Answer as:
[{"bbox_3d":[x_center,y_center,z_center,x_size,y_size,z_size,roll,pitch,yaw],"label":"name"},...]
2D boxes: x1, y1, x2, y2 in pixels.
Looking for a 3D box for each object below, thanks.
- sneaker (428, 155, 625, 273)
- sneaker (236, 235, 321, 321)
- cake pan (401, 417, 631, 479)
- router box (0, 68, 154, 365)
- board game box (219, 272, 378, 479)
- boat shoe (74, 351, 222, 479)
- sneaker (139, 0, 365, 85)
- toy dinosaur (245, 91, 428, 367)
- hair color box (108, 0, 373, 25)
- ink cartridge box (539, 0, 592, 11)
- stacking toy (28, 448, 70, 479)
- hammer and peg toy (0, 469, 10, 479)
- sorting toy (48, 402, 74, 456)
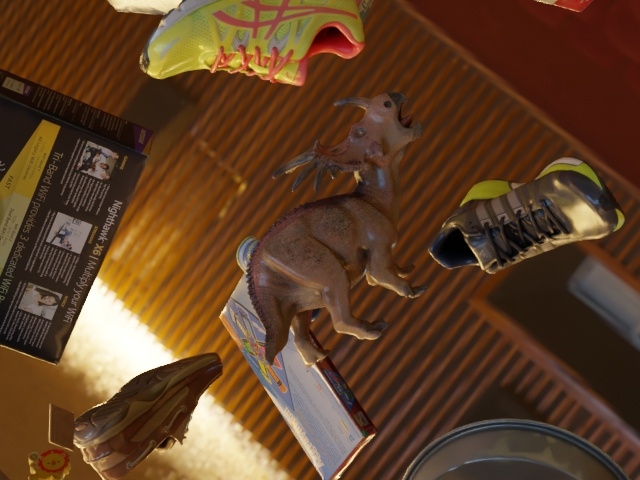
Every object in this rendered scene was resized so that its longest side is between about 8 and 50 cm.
[{"bbox_3d":[0.244,-0.014,1.664,0.121,0.300,0.111,-42,-79,-27],"label":"sneaker"},{"bbox_3d":[-0.042,0.053,1.715,0.059,0.053,0.144,1,142,51],"label":"sneaker"},{"bbox_3d":[0.222,0.340,1.566,0.293,0.293,0.054,33,-153,0],"label":"cake pan"},{"bbox_3d":[-0.364,-0.031,1.633,0.243,0.309,0.081,23,-157,-12],"label":"router box"},{"bbox_3d":[-0.034,0.174,1.853,0.027,0.145,0.281,-21,-113,-35],"label":"board game box"},{"bbox_3d":[-0.265,0.278,2.213,0.324,0.123,0.116,-32,-77,-47],"label":"boat shoe"},{"bbox_3d":[-0.050,-0.168,1.168,0.208,0.081,0.094,-22,-100,-21],"label":"sneaker"},{"bbox_3d":[0.000,0.000,1.414,0.296,0.127,0.200,-42,-80,-26],"label":"toy dinosaur"},{"bbox_3d":[-0.087,-0.337,1.526,0.347,0.174,0.105,10,157,34],"label":"hair color box"},{"bbox_3d":[0.176,-0.255,1.077,0.175,0.127,0.072,3,-128,-44],"label":"ink cartridge box"},{"bbox_3d":[-0.421,0.338,1.735,0.221,0.167,0.052,-5,-135,-13],"label":"stacking toy"},{"bbox_3d":[-0.518,0.337,1.630,0.266,0.361,0.127,55,-160,-26],"label":"hammer and peg toy"},{"bbox_3d":[-0.369,0.278,1.968,0.062,0.012,0.083,43,-142,-56],"label":"sorting toy"}]
